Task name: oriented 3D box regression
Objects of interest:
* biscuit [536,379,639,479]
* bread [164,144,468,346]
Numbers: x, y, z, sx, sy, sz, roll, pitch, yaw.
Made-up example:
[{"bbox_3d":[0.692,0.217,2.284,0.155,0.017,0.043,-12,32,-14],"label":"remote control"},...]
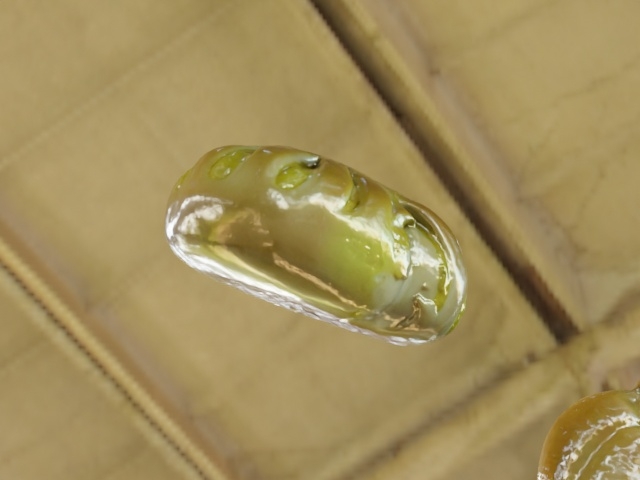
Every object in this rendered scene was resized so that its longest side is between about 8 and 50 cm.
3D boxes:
[{"bbox_3d":[0.267,0.216,1.531,0.203,0.260,0.041,9,-37,-2],"label":"biscuit"},{"bbox_3d":[0.000,0.000,1.337,0.213,0.213,0.105,20,-98,-20],"label":"bread"}]
